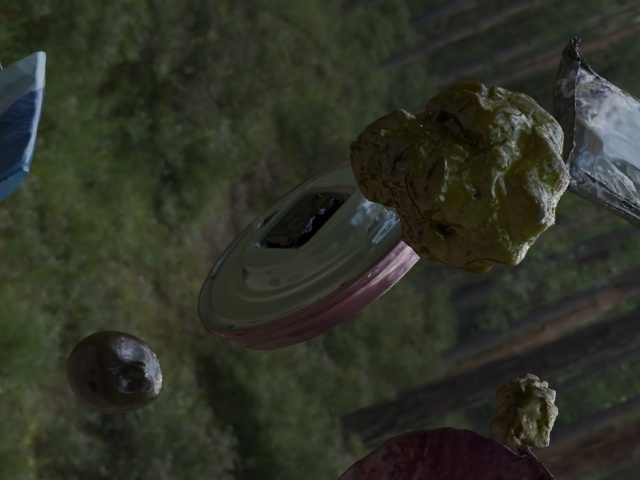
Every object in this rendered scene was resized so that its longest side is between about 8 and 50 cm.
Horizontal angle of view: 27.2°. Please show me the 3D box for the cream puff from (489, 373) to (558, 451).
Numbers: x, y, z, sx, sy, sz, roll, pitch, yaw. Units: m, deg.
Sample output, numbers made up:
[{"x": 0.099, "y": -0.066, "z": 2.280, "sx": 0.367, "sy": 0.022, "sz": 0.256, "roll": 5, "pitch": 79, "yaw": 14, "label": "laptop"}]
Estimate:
[{"x": 0.224, "y": 0.188, "z": 1.457, "sx": 0.083, "sy": 0.083, "sz": 0.058, "roll": 49, "pitch": -1, "yaw": 36, "label": "cream puff"}]

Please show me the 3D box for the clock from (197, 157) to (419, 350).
[{"x": -0.001, "y": -0.001, "z": 1.122, "sx": 0.056, "sy": 0.244, "sz": 0.244, "roll": 53, "pitch": 3, "yaw": -21, "label": "clock"}]

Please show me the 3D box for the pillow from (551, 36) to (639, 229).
[{"x": 0.298, "y": -0.069, "z": 1.223, "sx": 0.255, "sy": 0.059, "sz": 0.169, "roll": 26, "pitch": 59, "yaw": -30, "label": "pillow"}]

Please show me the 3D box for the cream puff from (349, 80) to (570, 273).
[{"x": 0.093, "y": -0.051, "z": 0.921, "sx": 0.116, "sy": 0.146, "sz": 0.146, "roll": 21, "pitch": 22, "yaw": -26, "label": "cream puff"}]

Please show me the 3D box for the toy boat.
[{"x": -0.156, "y": -0.080, "z": 0.548, "sx": 0.034, "sy": 0.105, "sz": 0.149, "roll": -17, "pitch": 102, "yaw": -59, "label": "toy boat"}]

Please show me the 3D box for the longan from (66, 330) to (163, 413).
[{"x": -0.227, "y": 0.147, "z": 1.468, "sx": 0.113, "sy": 0.113, "sz": 0.092, "roll": 76, "pitch": 30, "yaw": -67, "label": "longan"}]

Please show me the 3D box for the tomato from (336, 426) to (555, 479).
[{"x": 0.130, "y": 0.327, "z": 1.137, "sx": 0.334, "sy": 0.290, "sz": 0.176, "roll": 7, "pitch": -25, "yaw": 45, "label": "tomato"}]
